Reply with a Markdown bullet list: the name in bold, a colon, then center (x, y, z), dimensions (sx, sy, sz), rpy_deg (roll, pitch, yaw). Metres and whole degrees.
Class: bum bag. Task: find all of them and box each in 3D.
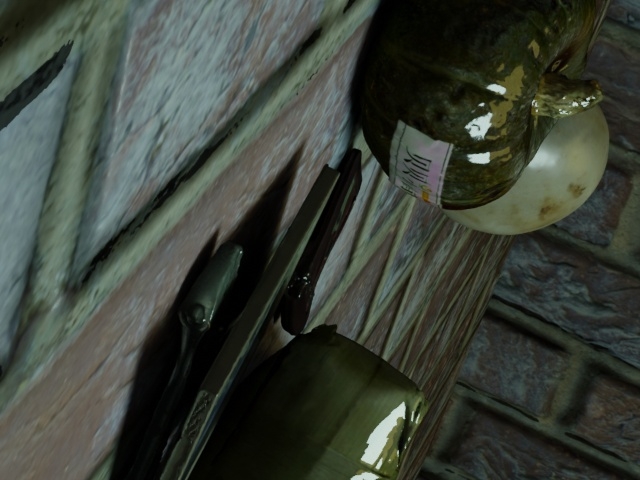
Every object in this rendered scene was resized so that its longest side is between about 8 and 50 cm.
- **bum bag**: center (0.000, 0.000, 1.636), dimensions (0.109, 0.026, 0.159), rpy_deg (92, 19, -67)

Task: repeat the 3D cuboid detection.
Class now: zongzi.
- **zongzi**: center (-0.064, 0.231, 1.592), dimensions (0.323, 0.160, 0.360), rpy_deg (-51, -175, -7)

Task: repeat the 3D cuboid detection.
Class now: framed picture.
- **framed picture**: center (-0.066, 0.090, 1.382), dimensions (0.281, 0.019, 0.209), rpy_deg (-62, 177, -48)

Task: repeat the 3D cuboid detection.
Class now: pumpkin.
- **pumpkin**: center (0.149, -0.145, 1.556), dimensions (0.260, 0.189, 0.260), rpy_deg (24, 90, -81)

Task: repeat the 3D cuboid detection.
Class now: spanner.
- **spanner**: center (-0.120, 0.144, 1.331), dimensions (0.325, 0.026, 0.093), rpy_deg (-67, 173, 17)

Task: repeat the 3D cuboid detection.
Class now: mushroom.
- **mushroom**: center (0.197, -0.120, 1.949), dimensions (0.207, 0.207, 0.215), rpy_deg (105, -20, -48)
